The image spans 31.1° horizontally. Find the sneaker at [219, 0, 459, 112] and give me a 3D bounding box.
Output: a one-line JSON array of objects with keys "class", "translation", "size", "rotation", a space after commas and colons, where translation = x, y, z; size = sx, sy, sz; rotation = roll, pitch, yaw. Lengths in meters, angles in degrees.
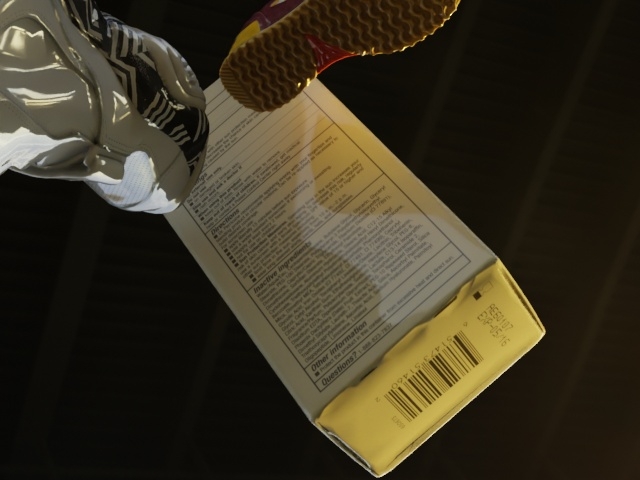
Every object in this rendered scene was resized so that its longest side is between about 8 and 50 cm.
[{"class": "sneaker", "translation": [0.014, -0.156, 0.756], "size": [0.185, 0.084, 0.069], "rotation": [-21, -55, 30]}]

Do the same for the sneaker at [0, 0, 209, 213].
[{"class": "sneaker", "translation": [-0.192, -0.069, 0.645], "size": [0.210, 0.137, 0.366], "rotation": [-61, -24, -20]}]

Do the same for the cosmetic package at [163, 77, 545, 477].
[{"class": "cosmetic package", "translation": [0.000, 0.000, 0.841], "size": [0.160, 0.309, 0.113], "rotation": [-40, -43, 1]}]
